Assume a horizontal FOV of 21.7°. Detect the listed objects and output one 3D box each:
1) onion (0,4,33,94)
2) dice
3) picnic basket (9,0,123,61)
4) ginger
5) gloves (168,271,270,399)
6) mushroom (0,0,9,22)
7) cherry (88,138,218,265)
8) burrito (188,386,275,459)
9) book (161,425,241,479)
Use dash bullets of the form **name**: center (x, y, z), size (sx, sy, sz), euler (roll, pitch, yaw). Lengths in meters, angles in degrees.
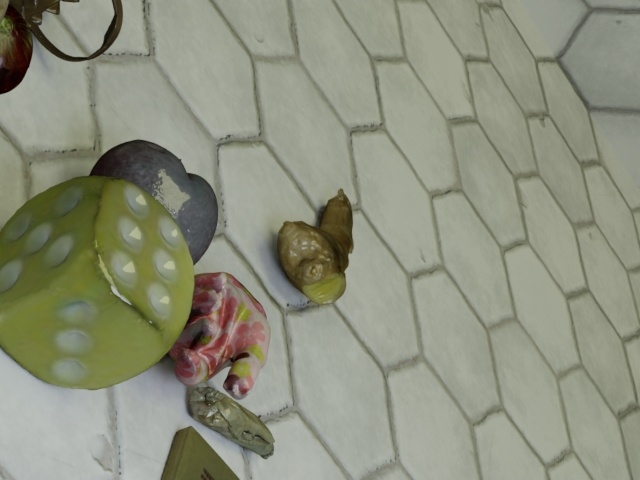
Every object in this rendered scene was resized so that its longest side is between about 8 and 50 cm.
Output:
- **onion**: center (-0.375, -0.211, 1.848), size (0.117, 0.118, 0.119), euler (-20, 85, -31)
- **dice**: center (-0.247, 0.046, 1.785), size (0.166, 0.169, 0.169), euler (43, 34, -36)
- **picnic basket**: center (-0.311, -0.298, 2.002), size (0.178, 0.128, 0.138), euler (48, 30, 3)
- **ginger**: center (0.000, 0.000, 2.392), size (0.131, 0.086, 0.294), euler (50, 21, -10)
- **gloves**: center (-0.136, 0.112, 1.991), size (0.241, 0.126, 0.145), euler (-35, 111, -66)
- **mushroom**: center (-0.414, -0.284, 1.607), size (0.297, 0.290, 0.297), euler (9, 78, -46)
- **cherry**: center (-0.203, -0.027, 1.969), size (0.176, 0.140, 0.176), euler (6, 81, -43)
- **burrito**: center (-0.107, 0.220, 2.041), size (0.149, 0.041, 0.055), euler (37, 40, -46)
- **book**: center (-0.135, 0.342, 1.905), size (0.161, 0.026, 0.231), euler (53, 29, -26)
